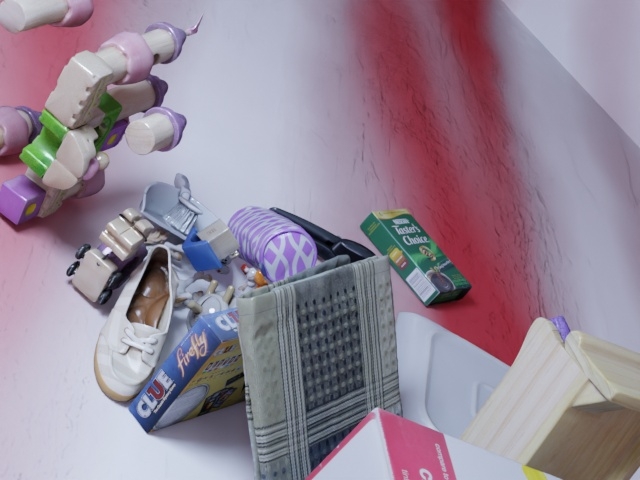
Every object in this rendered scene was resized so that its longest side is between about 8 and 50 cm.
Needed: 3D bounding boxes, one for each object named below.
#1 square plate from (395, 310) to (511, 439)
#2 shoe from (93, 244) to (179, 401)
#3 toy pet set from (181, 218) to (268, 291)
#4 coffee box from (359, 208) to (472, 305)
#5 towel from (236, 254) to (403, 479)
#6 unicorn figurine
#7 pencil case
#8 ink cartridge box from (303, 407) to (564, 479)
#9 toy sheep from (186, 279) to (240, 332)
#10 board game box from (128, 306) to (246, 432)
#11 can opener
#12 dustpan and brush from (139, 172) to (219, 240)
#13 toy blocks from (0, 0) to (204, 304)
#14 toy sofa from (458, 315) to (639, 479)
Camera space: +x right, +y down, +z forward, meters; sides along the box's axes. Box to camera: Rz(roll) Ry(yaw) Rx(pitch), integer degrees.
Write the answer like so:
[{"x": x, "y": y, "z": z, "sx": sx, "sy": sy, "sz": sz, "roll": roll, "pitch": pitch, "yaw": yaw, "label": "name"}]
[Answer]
[{"x": 0.250, "y": 0.264, "z": 2.021, "sx": 0.347, "sy": 0.049, "sz": 0.344, "roll": 31, "pitch": 28, "yaw": -9, "label": "square plate"}, {"x": -0.218, "y": 0.095, "z": 1.712, "sx": 0.077, "sy": 0.058, "sz": 0.219, "roll": 20, "pitch": 46, "yaw": -9, "label": "shoe"}, {"x": -0.125, "y": 0.037, "z": 1.858, "sx": 0.114, "sy": 0.065, "sz": 0.122, "roll": 61, "pitch": -10, "yaw": -29, "label": "toy pet set"}, {"x": 0.157, "y": 0.025, "z": 2.351, "sx": 0.113, "sy": 0.040, "sz": 0.184, "roll": -5, "pitch": 50, "yaw": -54, "label": "coffee box"}, {"x": 0.001, "y": 0.188, "z": 1.701, "sx": 0.312, "sy": 0.056, "sz": 0.324, "roll": -14, "pitch": 102, "yaw": -54, "label": "towel"}, {"x": -0.195, "y": 0.050, "z": 1.868, "sx": 0.162, "sy": 0.060, "sz": 0.111, "roll": 37, "pitch": 27, "yaw": 31, "label": "unicorn figurine"}, {"x": -0.067, "y": 0.008, "z": 1.958, "sx": 0.088, "sy": 0.086, "sz": 0.206, "roll": 69, "pitch": -11, "yaw": -18, "label": "pencil case"}, {"x": 0.142, "y": 0.373, "z": 1.534, "sx": 0.385, "sy": 0.279, "sz": 0.160, "roll": 23, "pitch": 32, "yaw": -28, "label": "ink cartridge box"}, {"x": -0.127, "y": 0.103, "z": 1.823, "sx": 0.132, "sy": 0.091, "sz": 0.091, "roll": 36, "pitch": 22, "yaw": -43, "label": "toy sheep"}, {"x": -0.101, "y": 0.141, "z": 1.717, "sx": 0.042, "sy": 0.165, "sz": 0.243, "roll": 49, "pitch": 28, "yaw": 18, "label": "board game box"}, {"x": 0.000, "y": 0.000, "z": 2.180, "sx": 0.186, "sy": 0.073, "sz": 0.059, "roll": 28, "pitch": 36, "yaw": -2, "label": "can opener"}, {"x": -0.193, "y": -0.050, "z": 2.003, "sx": 0.147, "sy": 0.060, "sz": 0.211, "roll": 31, "pitch": 4, "yaw": -21, "label": "dustpan and brush"}, {"x": -0.264, "y": -0.145, "z": 1.812, "sx": 0.309, "sy": 0.288, "sz": 0.260, "roll": 41, "pitch": 32, "yaw": 10, "label": "toy blocks"}, {"x": 0.273, "y": 0.281, "z": 1.749, "sx": 0.150, "sy": 0.362, "sz": 0.177, "roll": 21, "pitch": 21, "yaw": -31, "label": "toy sofa"}]
